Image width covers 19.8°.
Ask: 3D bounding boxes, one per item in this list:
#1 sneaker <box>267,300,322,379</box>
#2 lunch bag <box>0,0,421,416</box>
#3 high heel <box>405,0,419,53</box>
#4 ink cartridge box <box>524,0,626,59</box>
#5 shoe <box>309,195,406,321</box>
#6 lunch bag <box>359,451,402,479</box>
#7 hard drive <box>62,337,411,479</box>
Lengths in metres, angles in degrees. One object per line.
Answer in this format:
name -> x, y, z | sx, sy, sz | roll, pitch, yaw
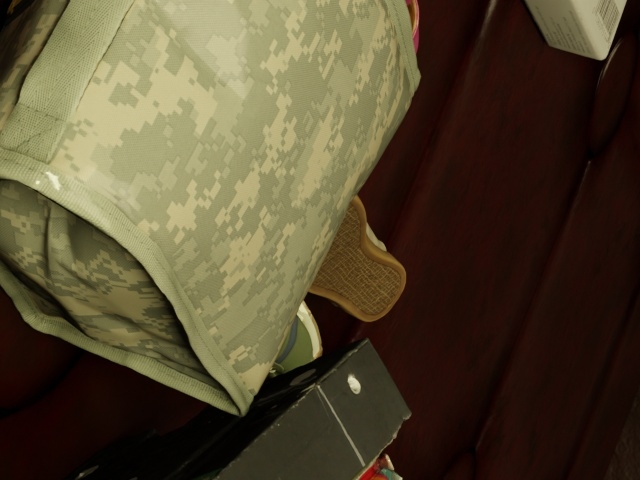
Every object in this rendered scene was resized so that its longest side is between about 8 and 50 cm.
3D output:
sneaker -> -0.054, 0.054, 1.233 | 0.086, 0.064, 0.192 | -50, 151, -27
lunch bag -> -0.076, -0.077, 0.920 | 0.235, 0.169, 0.287 | -62, 162, -18
high heel -> 0.060, -0.160, 1.240 | 0.082, 0.117, 0.244 | -65, 158, -15
ink cartridge box -> 0.247, -0.330, 1.617 | 0.261, 0.066, 0.296 | -68, 159, -8
shoe -> 0.000, 0.000, 1.330 | 0.076, 0.058, 0.219 | -47, 151, -4
lunch bag -> -0.055, 0.259, 1.145 | 0.293, 0.120, 0.258 | -42, 175, 22
hard drive -> -0.119, 0.179, 0.966 | 0.064, 0.237, 0.339 | 60, 35, -5
